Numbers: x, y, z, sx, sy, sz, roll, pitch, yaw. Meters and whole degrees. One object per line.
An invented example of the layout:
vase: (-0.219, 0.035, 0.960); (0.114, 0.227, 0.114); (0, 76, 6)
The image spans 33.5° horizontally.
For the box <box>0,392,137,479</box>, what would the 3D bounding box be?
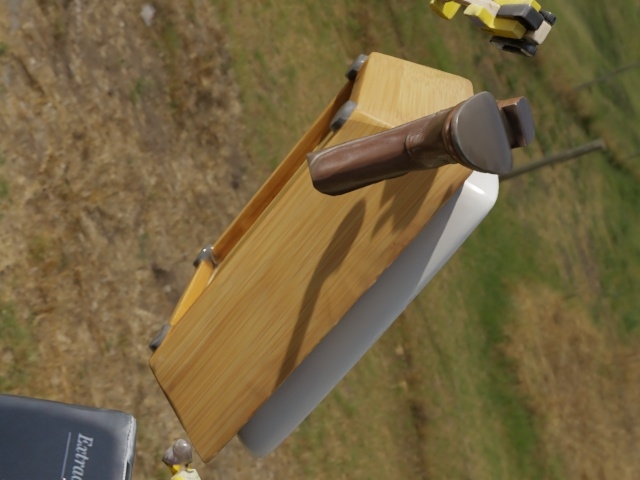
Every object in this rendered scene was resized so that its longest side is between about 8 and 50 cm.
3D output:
box: (-0.328, 0.245, 0.612); (0.395, 0.212, 0.294); (11, 42, -11)

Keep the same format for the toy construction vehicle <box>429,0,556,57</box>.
toy construction vehicle: (0.108, -0.145, 0.559); (0.035, 0.086, 0.098); (31, 2, -36)

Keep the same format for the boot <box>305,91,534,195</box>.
boot: (0.035, -0.040, 0.501); (0.106, 0.114, 0.037); (-16, 95, -63)

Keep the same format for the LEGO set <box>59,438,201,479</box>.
LEGO set: (-0.047, 0.182, 0.385); (0.331, 0.255, 0.192); (9, 57, -56)

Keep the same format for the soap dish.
soap dish: (0.000, 0.000, 0.792); (0.118, 0.291, 0.229); (38, 21, -9)
